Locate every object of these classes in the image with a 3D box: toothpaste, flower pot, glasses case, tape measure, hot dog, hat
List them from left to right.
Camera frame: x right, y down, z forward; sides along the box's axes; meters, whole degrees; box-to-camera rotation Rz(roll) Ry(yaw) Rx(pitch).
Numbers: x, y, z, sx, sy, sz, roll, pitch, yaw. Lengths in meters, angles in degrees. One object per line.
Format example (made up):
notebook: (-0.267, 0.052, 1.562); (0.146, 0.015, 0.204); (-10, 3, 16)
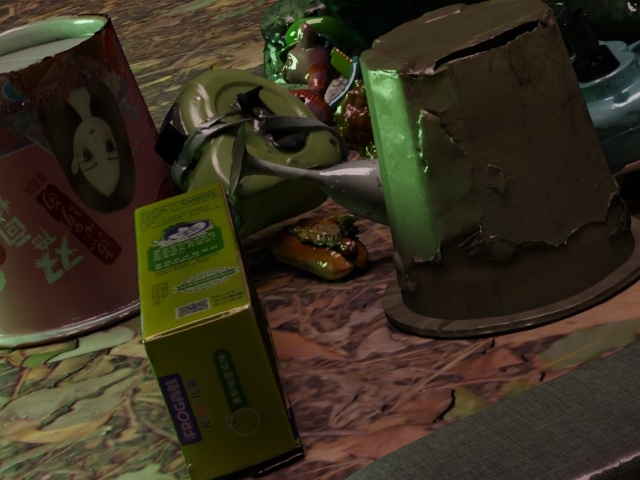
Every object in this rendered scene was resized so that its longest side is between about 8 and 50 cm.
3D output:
toothpaste: (-0.079, 0.057, 1.326); (0.077, 0.110, 0.327); (-20, 18, -1)
tape measure: (-0.061, -0.079, 1.594); (0.177, 0.154, 0.087); (-19, -31, -49)
hot dog: (0.000, 0.000, 1.536); (0.056, 0.041, 0.133); (-25, 19, -22)
hat: (0.004, -0.216, 2.048); (0.265, 0.128, 0.265); (-18, 17, 6)
flower pot: (0.122, -0.058, 1.355); (0.212, 0.203, 0.212); (-15, 22, 6)
glasses case: (0.164, 0.116, 0.988); (0.323, 0.074, 0.131); (-22, 17, -15)

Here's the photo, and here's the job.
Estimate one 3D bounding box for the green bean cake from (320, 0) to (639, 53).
green bean cake: (0.185, -0.251, 1.707); (0.308, 0.169, 0.300); (-2, -16, 23)

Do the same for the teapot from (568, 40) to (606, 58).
teapot: (0.236, -0.133, 1.657); (0.067, 0.083, 0.057); (-13, 23, 5)

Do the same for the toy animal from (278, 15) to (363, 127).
toy animal: (-0.007, -0.146, 1.861); (0.103, 0.100, 0.208); (-14, 29, 25)

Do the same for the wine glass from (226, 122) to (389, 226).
wine glass: (0.027, -0.045, 1.491); (0.198, 0.066, 0.066); (10, 14, -11)

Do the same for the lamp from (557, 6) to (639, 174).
lamp: (0.314, -0.130, 1.467); (0.284, 0.147, 0.209); (-8, 16, 1)

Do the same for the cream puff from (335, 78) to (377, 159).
cream puff: (0.074, -0.113, 1.726); (0.122, 0.094, 0.116); (-10, 15, 35)

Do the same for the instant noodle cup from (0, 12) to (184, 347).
instant noodle cup: (-0.237, -0.059, 1.620); (0.243, 0.231, 0.243); (-15, 19, 5)
